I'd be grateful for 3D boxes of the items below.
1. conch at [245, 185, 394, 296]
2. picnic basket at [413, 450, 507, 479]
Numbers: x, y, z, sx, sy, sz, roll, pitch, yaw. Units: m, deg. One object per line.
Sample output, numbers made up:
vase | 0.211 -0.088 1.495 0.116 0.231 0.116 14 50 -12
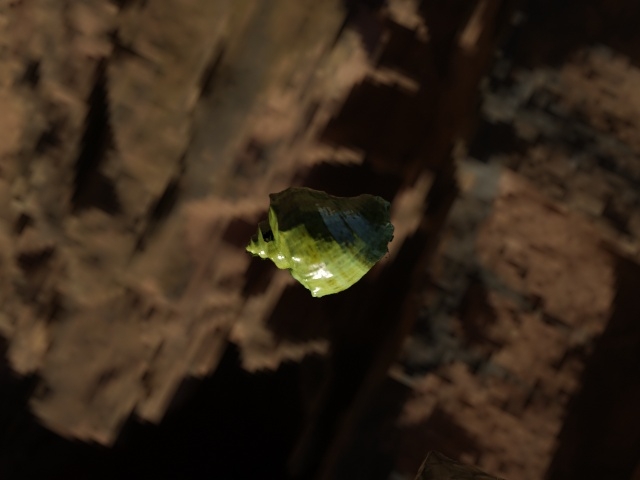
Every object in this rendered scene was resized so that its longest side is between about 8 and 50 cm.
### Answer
conch | 0.000 0.000 1.499 0.074 0.121 0.089 -62 139 -68
picnic basket | 0.138 0.249 1.453 0.128 0.178 0.138 -62 162 -48
